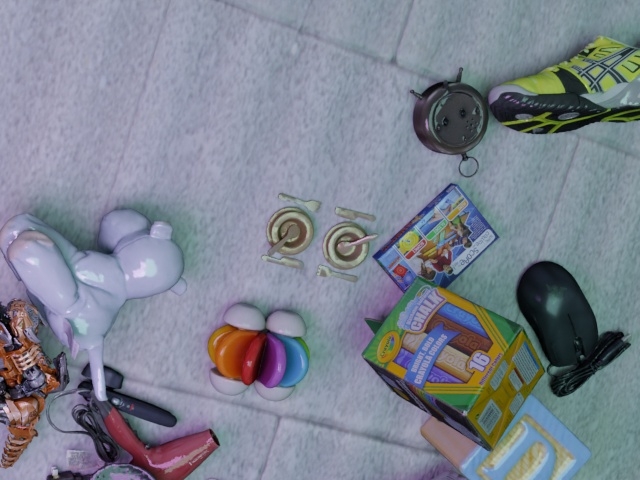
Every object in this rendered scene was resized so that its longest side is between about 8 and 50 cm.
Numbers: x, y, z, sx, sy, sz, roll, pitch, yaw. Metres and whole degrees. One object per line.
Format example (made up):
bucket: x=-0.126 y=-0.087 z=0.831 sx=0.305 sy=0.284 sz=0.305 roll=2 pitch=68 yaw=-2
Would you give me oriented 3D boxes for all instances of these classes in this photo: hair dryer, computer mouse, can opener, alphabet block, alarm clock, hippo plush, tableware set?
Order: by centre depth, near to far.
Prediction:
hippo plush: x=-0.339 y=0.034 z=1.512 sx=0.237 sy=0.294 sz=0.234 roll=-33 pitch=135 yaw=-18
hair dryer: x=-0.314 y=0.356 z=1.638 sx=0.294 sy=0.080 sz=0.223 roll=2 pitch=122 yaw=-19
can opener: x=-0.328 y=0.276 z=1.659 sx=0.186 sy=0.059 sz=0.073 roll=30 pitch=90 yaw=-18
tableware set: x=0.000 y=0.000 z=1.714 sx=0.194 sy=0.039 sz=0.128 roll=14 pitch=96 yaw=-18
alarm clock: x=0.242 y=-0.200 z=1.739 sx=0.129 sy=0.064 sz=0.192 roll=-26 pitch=109 yaw=-10
alphabet block: x=0.336 y=0.371 z=1.792 sx=0.192 sy=0.197 sz=0.193 roll=-46 pitch=108 yaw=-3
computer mouse: x=0.479 y=0.160 z=1.861 sx=0.188 sy=0.072 sz=0.272 roll=-36 pitch=107 yaw=-6

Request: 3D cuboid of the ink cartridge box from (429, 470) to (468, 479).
ink cartridge box: x=0.159 y=0.622 z=1.782 sx=0.304 sy=0.072 sz=0.307 roll=-20 pitch=110 yaw=-37

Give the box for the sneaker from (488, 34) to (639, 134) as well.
sneaker: x=0.476 y=-0.286 z=1.767 sx=0.385 sy=0.145 sz=0.147 roll=-7 pitch=81 yaw=-17

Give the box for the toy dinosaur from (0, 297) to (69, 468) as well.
toy dinosaur: x=-0.493 y=0.230 z=1.483 sx=0.218 sy=0.164 sz=0.321 roll=5 pitch=103 yaw=-4

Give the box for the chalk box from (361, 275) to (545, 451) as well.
chalk box: x=0.206 y=0.197 z=1.684 sx=0.179 sy=0.289 sz=0.180 roll=-53 pitch=142 yaw=-12

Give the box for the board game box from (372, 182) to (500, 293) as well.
board game box: x=0.212 y=0.012 z=1.779 sx=0.201 sy=0.035 sz=0.136 roll=-42 pitch=108 yaw=-5

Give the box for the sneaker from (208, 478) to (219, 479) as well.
sneaker: x=-0.167 y=0.451 z=1.748 sx=0.083 sy=0.035 sz=0.031 roll=12 pitch=97 yaw=-17

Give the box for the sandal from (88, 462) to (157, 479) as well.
sandal: x=-0.353 y=0.572 z=1.515 sx=0.168 sy=0.107 sz=0.445 roll=8 pitch=76 yaw=-5

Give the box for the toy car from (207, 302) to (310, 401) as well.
toy car: x=-0.099 y=0.200 z=1.670 sx=0.182 sy=0.136 sz=0.159 roll=11 pitch=96 yaw=-17

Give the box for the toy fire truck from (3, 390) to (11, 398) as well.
toy fire truck: x=-0.600 y=0.281 z=1.588 sx=0.135 sy=0.047 sz=0.192 roll=41 pitch=87 yaw=-18
